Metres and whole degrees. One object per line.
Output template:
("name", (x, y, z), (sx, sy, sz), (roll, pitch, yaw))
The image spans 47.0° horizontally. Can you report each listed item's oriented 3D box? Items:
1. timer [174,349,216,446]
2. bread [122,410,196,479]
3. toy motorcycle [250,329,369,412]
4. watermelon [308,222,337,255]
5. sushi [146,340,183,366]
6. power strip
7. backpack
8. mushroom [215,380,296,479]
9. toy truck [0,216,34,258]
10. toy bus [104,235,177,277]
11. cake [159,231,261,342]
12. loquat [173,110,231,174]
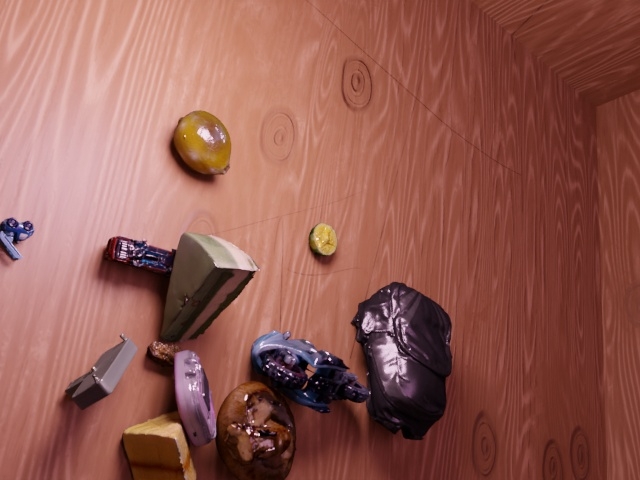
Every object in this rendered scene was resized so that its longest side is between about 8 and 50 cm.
("timer", (-0.303, 0.378, 1.775), (0.209, 0.069, 0.191), (-106, -176, -54))
("bread", (-0.316, 0.494, 1.687), (0.163, 0.264, 0.168), (-13, 90, -42))
("toy motorcycle", (-0.039, 0.353, 2.035), (0.416, 0.232, 0.172), (23, 96, -48))
("watermelon", (0.000, 0.000, 2.268), (0.105, 0.062, 0.106), (16, 68, -45))
("sushi", (-0.381, 0.284, 1.835), (0.118, 0.060, 0.062), (10, 65, -42))
("power strip", (-0.508, 0.306, 1.658), (0.061, 0.145, 0.216), (55, 12, -13))
("backpack", (0.254, 0.377, 2.245), (0.363, 0.254, 0.446), (33, 42, -31))
("mushroom", (-0.164, 0.487, 1.840), (0.195, 0.283, 0.264), (0, 76, 3))
("toy truck", (-0.691, -0.004, 1.665), (0.073, 0.056, 0.090), (14, 80, -34))
("toy bus", (-0.427, 0.048, 1.848), (0.234, 0.096, 0.074), (20, 70, -37))
("cake", (-0.317, 0.110, 1.867), (0.158, 0.284, 0.172), (10, 37, -50))
("loquat", (-0.318, -0.264, 2.020), (0.195, 0.152, 0.152), (50, 49, -6))
